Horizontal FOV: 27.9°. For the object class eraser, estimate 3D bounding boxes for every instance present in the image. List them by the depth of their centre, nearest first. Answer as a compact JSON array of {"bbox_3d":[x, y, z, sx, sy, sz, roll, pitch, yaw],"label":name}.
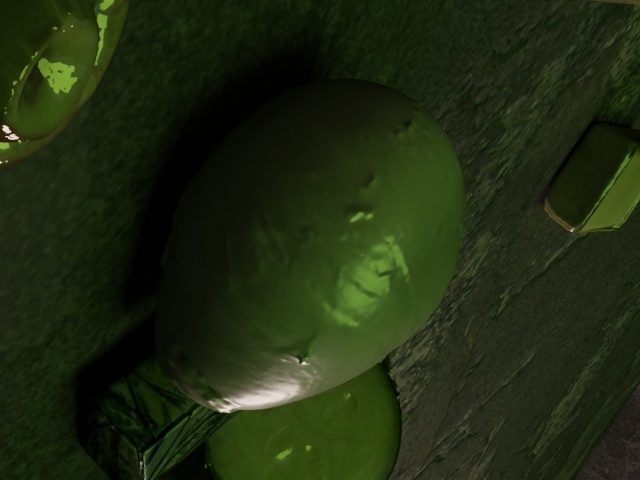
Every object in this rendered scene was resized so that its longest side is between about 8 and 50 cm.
[{"bbox_3d":[0.316,-0.069,1.420,0.117,0.058,0.172,-58,158,17],"label":"eraser"}]

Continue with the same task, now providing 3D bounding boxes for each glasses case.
[{"bbox_3d":[-0.040,0.064,0.891,0.272,0.062,0.095,-39,170,-29],"label":"glasses case"}]

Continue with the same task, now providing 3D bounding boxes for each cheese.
[{"bbox_3d":[0.000,0.000,0.763,0.198,0.154,0.189,-37,152,-34],"label":"cheese"}]

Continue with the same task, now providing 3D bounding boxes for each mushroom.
[{"bbox_3d":[-0.127,-0.081,0.427,0.148,0.112,0.148,-52,165,-20],"label":"mushroom"}]

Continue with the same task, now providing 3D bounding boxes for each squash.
[{"bbox_3d":[-0.064,0.154,1.074,0.189,0.189,0.260,-41,-167,-23],"label":"squash"}]

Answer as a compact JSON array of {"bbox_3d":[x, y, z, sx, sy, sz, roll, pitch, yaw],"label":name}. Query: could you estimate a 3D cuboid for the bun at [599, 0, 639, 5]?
[{"bbox_3d":[0.140,-0.273,0.502,0.361,0.235,0.326,-70,163,6],"label":"bun"}]
